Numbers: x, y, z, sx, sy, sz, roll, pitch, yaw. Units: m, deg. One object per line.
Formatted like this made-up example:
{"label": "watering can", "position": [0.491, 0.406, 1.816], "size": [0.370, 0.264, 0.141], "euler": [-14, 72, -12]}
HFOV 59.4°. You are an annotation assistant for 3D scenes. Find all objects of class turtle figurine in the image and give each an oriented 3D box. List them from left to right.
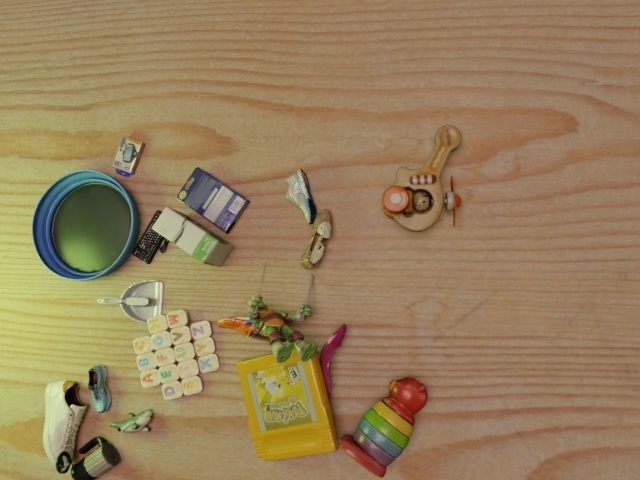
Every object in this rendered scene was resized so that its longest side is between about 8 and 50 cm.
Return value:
{"label": "turtle figurine", "position": [-0.113, 0.222, 1.693], "size": [0.274, 0.198, 0.266], "euler": [-40, 47, 0]}

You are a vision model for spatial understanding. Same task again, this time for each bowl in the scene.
{"label": "bowl", "position": [-0.823, -0.050, 1.979], "size": [0.390, 0.077, 0.392], "euler": [-1, 83, 10]}

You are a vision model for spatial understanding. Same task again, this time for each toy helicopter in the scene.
{"label": "toy helicopter", "position": [0.354, -0.189, 1.743], "size": [0.234, 0.140, 0.355], "euler": [26, 86, 11]}

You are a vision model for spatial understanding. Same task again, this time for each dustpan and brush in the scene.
{"label": "dustpan and brush", "position": [-0.652, 0.209, 1.922], "size": [0.211, 0.060, 0.147], "euler": [0, 83, 11]}

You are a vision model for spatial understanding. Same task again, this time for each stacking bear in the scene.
{"label": "stacking bear", "position": [0.207, 0.536, 1.675], "size": [0.164, 0.175, 0.289], "euler": [37, 83, 10]}

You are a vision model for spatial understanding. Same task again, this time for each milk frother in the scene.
{"label": "milk frother", "position": [-0.766, 0.722, 1.840], "size": [0.134, 0.143, 0.129], "euler": [-36, 74, 4]}

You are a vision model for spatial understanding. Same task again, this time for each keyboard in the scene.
{"label": "keyboard", "position": [-0.573, -0.006, 1.953], "size": [0.108, 0.023, 0.180], "euler": [30, 90, 13]}

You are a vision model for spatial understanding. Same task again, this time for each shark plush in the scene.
{"label": "shark plush", "position": [-0.633, 0.612, 1.890], "size": [0.161, 0.073, 0.067], "euler": [-20, 59, 28]}

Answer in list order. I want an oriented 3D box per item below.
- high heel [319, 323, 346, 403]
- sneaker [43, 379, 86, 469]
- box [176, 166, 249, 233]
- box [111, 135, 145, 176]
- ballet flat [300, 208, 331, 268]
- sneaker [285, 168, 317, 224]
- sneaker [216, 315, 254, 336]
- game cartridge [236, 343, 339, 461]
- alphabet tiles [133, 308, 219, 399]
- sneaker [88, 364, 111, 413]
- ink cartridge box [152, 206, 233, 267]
{"label": "high heel", "position": [0.040, 0.386, 1.758], "size": [0.117, 0.082, 0.244], "euler": [33, 90, 11]}
{"label": "sneaker", "position": [-0.851, 0.617, 1.887], "size": [0.123, 0.106, 0.290], "euler": [-12, 80, 12]}
{"label": "box", "position": [-0.370, -0.141, 1.923], "size": [0.225, 0.036, 0.136], "euler": [34, 90, 11]}
{"label": "box", "position": [-0.689, -0.298, 2.008], "size": [0.081, 0.028, 0.136], "euler": [19, 85, 12]}
{"label": "ballet flat", "position": [0.000, 0.000, 1.814], "size": [0.067, 0.073, 0.206], "euler": [22, 95, 55]}
{"label": "sneaker", "position": [-0.068, -0.135, 1.856], "size": [0.082, 0.071, 0.191], "euler": [-21, 72, 15]}
{"label": "sneaker", "position": [-0.257, 0.281, 1.836], "size": [0.175, 0.064, 0.068], "euler": [0, 80, 11]}
{"label": "game cartridge", "position": [-0.108, 0.510, 1.751], "size": [0.285, 0.052, 0.324], "euler": [-18, 80, 24]}
{"label": "alphabet tiles", "position": [-0.485, 0.380, 1.877], "size": [0.277, 0.021, 0.284], "euler": [-14, 86, 6]}
{"label": "sneaker", "position": [-0.761, 0.505, 1.900], "size": [0.063, 0.073, 0.162], "euler": [-15, 81, 8]}
{"label": "ink cartridge box", "position": [-0.419, -0.010, 1.853], "size": [0.219, 0.160, 0.093], "euler": [33, 89, 12]}
